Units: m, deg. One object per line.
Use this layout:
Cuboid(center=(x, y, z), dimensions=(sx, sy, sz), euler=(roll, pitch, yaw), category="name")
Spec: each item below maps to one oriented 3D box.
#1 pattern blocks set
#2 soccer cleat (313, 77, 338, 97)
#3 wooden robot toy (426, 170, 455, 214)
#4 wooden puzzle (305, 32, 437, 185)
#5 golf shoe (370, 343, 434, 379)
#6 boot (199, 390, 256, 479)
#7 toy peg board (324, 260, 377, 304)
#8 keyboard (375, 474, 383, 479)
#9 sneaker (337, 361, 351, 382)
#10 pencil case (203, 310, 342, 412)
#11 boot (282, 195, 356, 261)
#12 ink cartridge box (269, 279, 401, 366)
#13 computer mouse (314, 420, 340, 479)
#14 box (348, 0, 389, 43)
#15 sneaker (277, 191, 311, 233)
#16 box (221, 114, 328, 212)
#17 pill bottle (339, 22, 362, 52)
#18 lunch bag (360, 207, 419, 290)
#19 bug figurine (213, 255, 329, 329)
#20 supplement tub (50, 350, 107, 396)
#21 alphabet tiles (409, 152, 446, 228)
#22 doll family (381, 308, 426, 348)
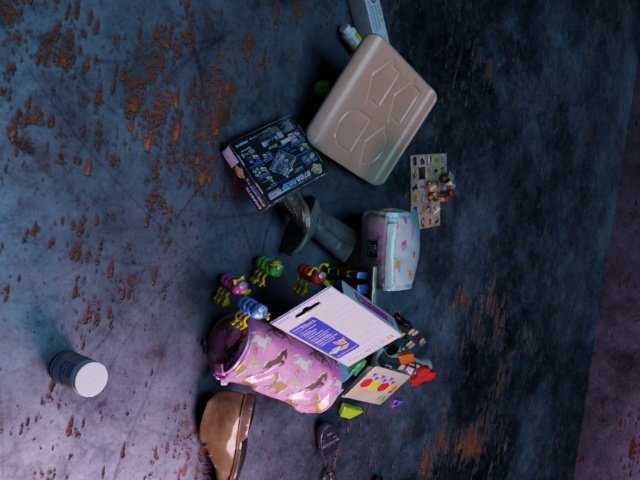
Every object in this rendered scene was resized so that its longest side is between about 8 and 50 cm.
Cuboid(center=(0.161, 0.408, 1.983), dimensions=(0.285, 0.026, 0.325), euler=(-41, 139, 12), category="pattern blocks set")
Cuboid(center=(0.059, -0.410, 1.865), dimensions=(0.179, 0.072, 0.060), euler=(-20, 109, -44), category="soccer cleat")
Cuboid(center=(0.375, -0.168, 2.219), dimensions=(0.079, 0.076, 0.173), euler=(48, 60, -26), category="wooden robot toy")
Cuboid(center=(0.132, -0.345, 1.876), dimensions=(0.348, 0.080, 0.322), euler=(26, 98, -49), category="wooden puzzle")
Cuboid(center=(0.258, 0.374, 2.145), dimensions=(0.273, 0.105, 0.120), euler=(1, 88, -47), category="golf shoe")
Cuboid(center=(-0.233, 0.494, 1.662), dimensions=(0.112, 0.115, 0.305), euler=(-78, 179, -75), category="boot")
Cuboid(center=(0.073, 0.141, 1.892), dimensions=(0.079, 0.161, 0.161), euler=(-1, 95, -31), category="toy peg board")
Cuboid(center=(0.129, 0.791, 2.114), dimensions=(0.192, 0.038, 0.100), euler=(-52, 151, -30), category="keyboard")
Cuboid(center=(0.060, 0.316, 1.945), dimensions=(0.229, 0.092, 0.087), euler=(-45, 129, -10), category="sneaker")
Cuboid(center=(-0.105, 0.308, 1.716), dimensions=(0.386, 0.167, 0.160), euler=(33, 27, -44), category="pencil case")
Cuboid(center=(0.001, 0.001, 1.864), dimensions=(0.208, 0.076, 0.189), euler=(47, 64, -46), category="boot")
Cuboid(center=(0.041, 0.200, 1.715), dimensions=(0.371, 0.176, 0.069), euler=(37, 25, -51), category="ink cartridge box")
Cuboid(center=(0.019, 0.612, 1.971), dimensions=(0.071, 0.041, 0.242), euler=(-17, 114, -35), category="computer mouse")
Cuboid(center=(0.155, -0.535, 1.959), dimensions=(0.063, 0.067, 0.323), euler=(-36, 118, -38), category="box")
Cuboid(center=(-0.084, -0.099, 1.743), dimensions=(0.071, 0.066, 0.188), euler=(-16, 83, -29), category="sneaker")
Cuboid(center=(-0.106, -0.189, 1.683), dimensions=(0.220, 0.051, 0.175), euler=(-34, 91, -40), category="box")
Cuboid(center=(0.086, -0.551, 1.899), dimensions=(0.083, 0.043, 0.043), euler=(45, 63, -40), category="pill bottle")
Cuboid(center=(0.193, 0.021, 1.936), dimensions=(0.262, 0.160, 0.223), euler=(-17, 111, -79), category="lunch bag")
Cuboid(center=(-0.123, 0.103, 1.634), dimensions=(0.279, 0.216, 0.072), euler=(-28, 125, -40), category="bug figurine")
Cuboid(center=(-0.472, 0.259, 1.358), dimensions=(0.071, 0.107, 0.070), euler=(-6, 99, -46), category="supplement tub")
Cuboid(center=(0.349, -0.160, 2.246), dimensions=(0.198, 0.009, 0.237), euler=(-10, 102, -46), category="alphabet tiles")
Cuboid(center=(0.241, 0.261, 2.112), dimensions=(0.076, 0.111, 0.193), euler=(-37, 140, 1), category="doll family")
